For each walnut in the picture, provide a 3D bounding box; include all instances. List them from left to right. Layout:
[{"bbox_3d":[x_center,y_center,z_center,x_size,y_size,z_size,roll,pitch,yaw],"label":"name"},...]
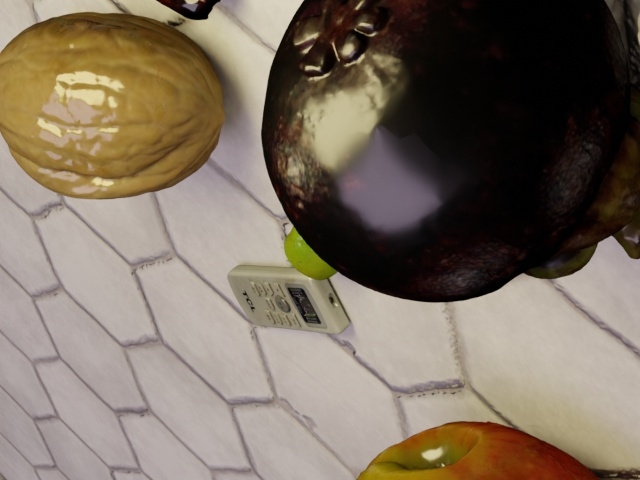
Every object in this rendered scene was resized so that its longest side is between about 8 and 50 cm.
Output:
[{"bbox_3d":[-0.229,-0.151,1.439,0.261,0.225,0.225,7,136,11],"label":"walnut"}]

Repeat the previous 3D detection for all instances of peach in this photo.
[{"bbox_3d":[0.187,0.373,1.381,0.373,0.290,0.372,5,112,13],"label":"peach"}]

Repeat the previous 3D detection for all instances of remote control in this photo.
[{"bbox_3d":[-0.045,0.072,1.620,0.190,0.029,0.087,3,125,52],"label":"remote control"}]

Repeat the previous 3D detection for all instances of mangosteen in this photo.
[{"bbox_3d":[0.108,-0.096,1.017,0.297,0.313,0.297,0,90,35],"label":"mangosteen"}]

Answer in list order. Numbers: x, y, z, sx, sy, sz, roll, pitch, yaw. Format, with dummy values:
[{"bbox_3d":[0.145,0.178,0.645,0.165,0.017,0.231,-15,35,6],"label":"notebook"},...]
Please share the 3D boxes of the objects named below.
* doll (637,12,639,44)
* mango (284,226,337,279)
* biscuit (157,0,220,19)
[{"bbox_3d":[0.289,-0.177,0.806,0.119,0.138,0.293,62,159,20],"label":"doll"},{"bbox_3d":[0.000,0.000,1.455,0.073,0.056,0.108,35,144,14],"label":"mango"},{"bbox_3d":[-0.142,-0.332,1.269,0.151,0.063,0.235,39,145,18],"label":"biscuit"}]
